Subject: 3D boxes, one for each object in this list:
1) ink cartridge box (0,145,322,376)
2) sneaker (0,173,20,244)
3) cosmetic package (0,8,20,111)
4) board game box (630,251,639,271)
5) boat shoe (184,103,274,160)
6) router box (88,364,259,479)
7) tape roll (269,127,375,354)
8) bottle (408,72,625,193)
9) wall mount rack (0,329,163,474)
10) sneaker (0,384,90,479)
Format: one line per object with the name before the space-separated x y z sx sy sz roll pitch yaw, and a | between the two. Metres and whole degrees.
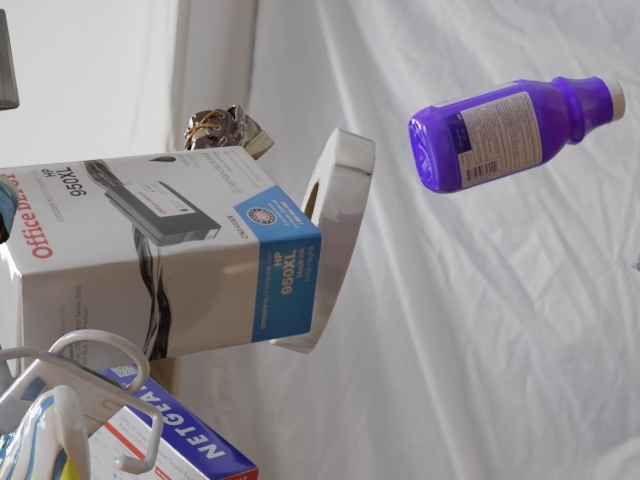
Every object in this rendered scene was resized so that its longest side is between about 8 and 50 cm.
ink cartridge box | -0.238 0.016 1.429 0.394 0.166 0.285 -8 33 -26
sneaker | -0.341 -0.049 1.001 0.063 0.073 0.162 -30 -40 18
cosmetic package | -0.375 -0.150 0.909 0.127 0.107 0.238 -4 9 18
board game box | 0.403 0.027 1.199 0.090 0.020 0.090 35 -24 13
boat shoe | -0.182 -0.157 1.785 0.123 0.123 0.342 -26 9 26
router box | -0.241 0.383 1.553 0.082 0.301 0.335 -8 27 -42
tape roll | 0.000 0.000 1.831 0.072 0.392 0.392 17 2 -6
bottle | 0.260 -0.151 1.411 0.282 0.118 0.092 -18 18 -10
wall mount rack | -0.362 0.214 1.227 0.304 0.130 0.350 30 -49 -21
sneaker | -0.251 0.203 0.800 0.126 0.240 0.091 4 37 -26
